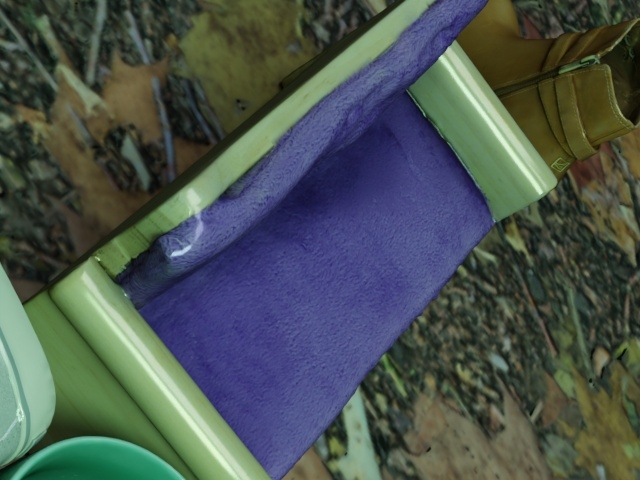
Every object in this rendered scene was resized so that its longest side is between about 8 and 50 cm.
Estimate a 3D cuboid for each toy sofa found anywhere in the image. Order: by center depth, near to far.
[{"bbox_3d":[0.000,0.000,0.958,0.150,0.177,0.362,53,40,-7],"label":"toy sofa"}]

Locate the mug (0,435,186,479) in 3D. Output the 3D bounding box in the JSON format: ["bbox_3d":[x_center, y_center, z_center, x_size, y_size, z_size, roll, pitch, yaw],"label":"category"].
[{"bbox_3d":[-0.127,0.159,0.796,0.158,0.097,0.129,15,58,-39],"label":"mug"}]

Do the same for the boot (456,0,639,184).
[{"bbox_3d":[0.150,-0.114,1.191,0.073,0.152,0.197,27,51,-32],"label":"boot"}]

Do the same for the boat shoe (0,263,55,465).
[{"bbox_3d":[-0.191,-0.001,0.742,0.081,0.079,0.227,-34,97,-54],"label":"boat shoe"}]
